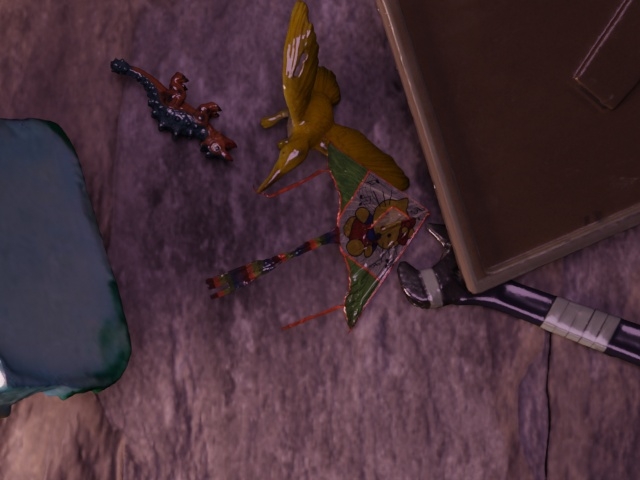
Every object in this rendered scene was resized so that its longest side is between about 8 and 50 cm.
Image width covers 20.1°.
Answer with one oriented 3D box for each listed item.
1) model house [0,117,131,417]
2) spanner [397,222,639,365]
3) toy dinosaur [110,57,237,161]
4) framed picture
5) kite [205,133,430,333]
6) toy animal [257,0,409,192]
[{"bbox_3d":[-0.358,0.049,1.667,0.249,0.230,0.280,-27,73,34],"label":"model house"},{"bbox_3d":[0.228,0.066,1.758,0.316,0.024,0.087,20,72,2],"label":"spanner"},{"bbox_3d":[-0.142,-0.130,1.771,0.154,0.049,0.055,37,82,1],"label":"toy dinosaur"},{"bbox_3d":[0.295,-0.177,1.721,0.446,0.028,0.326,-22,109,-11],"label":"framed picture"},{"bbox_3d":[0.000,0.000,1.720,0.244,0.006,0.198,-18,108,-24],"label":"kite"},{"bbox_3d":[-0.016,-0.101,1.750,0.155,0.095,0.219,-45,114,-11],"label":"toy animal"}]
